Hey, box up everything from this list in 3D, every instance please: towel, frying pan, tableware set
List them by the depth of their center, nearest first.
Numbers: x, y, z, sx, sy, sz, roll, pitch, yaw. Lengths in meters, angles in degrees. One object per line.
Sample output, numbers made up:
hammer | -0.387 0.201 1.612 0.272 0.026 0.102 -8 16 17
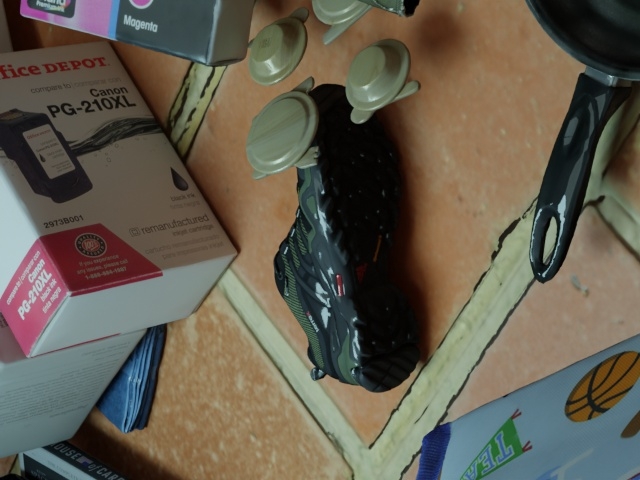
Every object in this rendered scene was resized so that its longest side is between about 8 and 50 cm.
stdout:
frying pan | 0.199 -0.132 1.060 0.197 0.053 0.326 3 105 47
tableware set | 0.000 -0.127 1.241 0.141 0.020 0.169 -30 49 27
towel | -0.172 0.107 1.553 0.067 0.029 0.119 36 125 37

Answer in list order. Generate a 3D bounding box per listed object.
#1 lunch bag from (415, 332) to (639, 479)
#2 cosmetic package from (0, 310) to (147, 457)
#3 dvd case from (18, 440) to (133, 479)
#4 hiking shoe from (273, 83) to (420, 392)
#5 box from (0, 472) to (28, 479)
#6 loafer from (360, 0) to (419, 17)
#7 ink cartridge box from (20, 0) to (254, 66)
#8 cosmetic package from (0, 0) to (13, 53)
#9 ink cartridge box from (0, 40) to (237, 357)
lunch bag | 0.260 0.238 0.912 0.328 0.239 0.385 -28 111 38
cosmetic package | -0.274 0.082 1.506 0.151 0.151 0.184 57 135 21
dvd case | -0.205 0.305 1.612 0.179 0.029 0.239 22 124 39
hiking shoe | 0.000 0.000 1.290 0.114 0.086 0.227 -2 97 48
box | -0.373 0.521 1.471 0.297 0.480 0.472 22 126 56
loafer | 0.086 -0.245 1.139 0.087 0.094 0.251 41 132 7
ink cartridge box | -0.114 -0.327 1.287 0.176 0.069 0.371 17 105 25
cosmetic package | -0.425 -0.245 1.558 0.161 0.230 0.453 -20 80 47
ink cartridge box | -0.208 -0.041 1.443 0.237 0.172 0.100 57 135 21
